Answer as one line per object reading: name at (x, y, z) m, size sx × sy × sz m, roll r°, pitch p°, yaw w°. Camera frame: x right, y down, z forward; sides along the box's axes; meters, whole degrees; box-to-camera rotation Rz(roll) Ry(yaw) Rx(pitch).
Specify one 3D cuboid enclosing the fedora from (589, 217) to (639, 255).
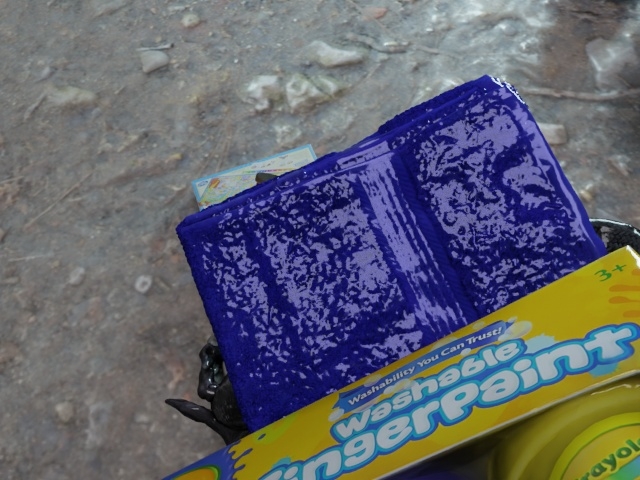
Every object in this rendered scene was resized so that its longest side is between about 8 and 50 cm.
fedora at (0.232, 0.100, 0.607) m, size 0.334 × 0.152 × 0.334 m, roll -3°, pitch 54°, yaw 4°

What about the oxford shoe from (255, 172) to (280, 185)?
oxford shoe at (0.000, 0.000, 0.743) m, size 0.212 × 0.076 × 0.076 m, roll 39°, pitch 23°, yaw 21°

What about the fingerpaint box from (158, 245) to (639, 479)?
fingerpaint box at (0.043, 0.230, 0.338) m, size 0.445 × 0.163 × 0.371 m, roll -29°, pitch 18°, yaw 13°

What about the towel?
towel at (0.051, 0.015, 0.543) m, size 0.308 × 0.076 × 0.227 m, roll -25°, pitch 70°, yaw 3°

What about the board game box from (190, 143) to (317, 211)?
board game box at (-0.067, -0.049, 0.820) m, size 0.154 × 0.026 × 0.103 m, roll -18°, pitch 55°, yaw -7°

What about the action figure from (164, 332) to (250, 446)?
action figure at (-0.036, 0.099, 0.649) m, size 0.164 × 0.141 × 0.275 m, roll 15°, pitch 79°, yaw 7°
